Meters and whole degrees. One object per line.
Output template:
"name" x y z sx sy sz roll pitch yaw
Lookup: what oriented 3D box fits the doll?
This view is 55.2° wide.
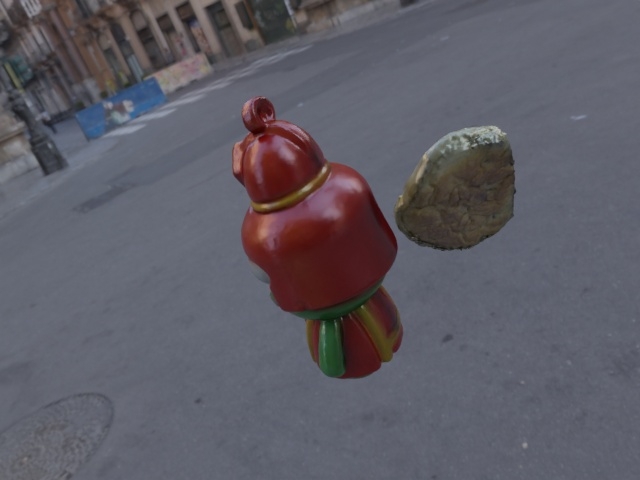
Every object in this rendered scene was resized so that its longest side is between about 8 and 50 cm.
"doll" -0.001 0.000 0.716 0.160 0.363 0.183 -11 29 32

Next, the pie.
"pie" 0.191 -0.060 0.862 0.185 0.218 0.052 -27 51 -3
